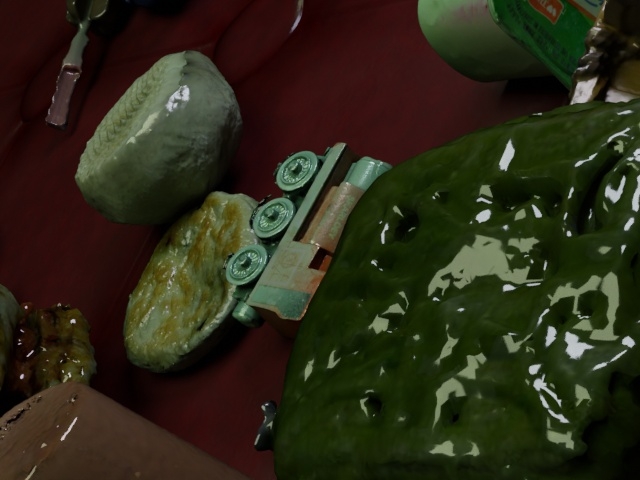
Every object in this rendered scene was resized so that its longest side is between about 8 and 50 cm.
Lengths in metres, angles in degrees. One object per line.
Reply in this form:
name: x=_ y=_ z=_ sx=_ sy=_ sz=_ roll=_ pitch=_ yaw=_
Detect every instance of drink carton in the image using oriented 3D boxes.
drink carton: x=0.157 y=-0.181 z=0.869 sx=0.144 sy=0.146 sz=0.142 roll=-59 pitch=25 yaw=-11

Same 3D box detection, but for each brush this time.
brush: x=-0.319 y=-0.275 z=1.589 sx=0.071 sy=0.084 sz=0.301 roll=114 pitch=166 yaw=-63

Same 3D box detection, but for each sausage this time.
sausage: x=-0.102 y=0.183 z=0.734 sx=0.123 sy=0.253 sz=0.123 roll=-37 pitch=33 yaw=29

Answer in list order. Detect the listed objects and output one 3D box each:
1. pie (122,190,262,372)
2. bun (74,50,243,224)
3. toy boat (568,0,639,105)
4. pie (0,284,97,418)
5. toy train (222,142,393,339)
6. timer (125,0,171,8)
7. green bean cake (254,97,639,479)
pie: x=-0.112 y=0.037 z=1.072 sx=0.187 sy=0.041 sz=0.187 roll=-32 pitch=39 yaw=30
bun: x=-0.148 y=-0.091 z=1.161 sx=0.195 sy=0.118 sz=0.195 roll=-43 pitch=20 yaw=20
toy boat: x=0.246 y=-0.184 z=0.764 sx=0.089 sy=0.115 sz=0.310 roll=23 pitch=74 yaw=26
pie: x=-0.353 y=0.242 z=1.039 sx=0.418 sy=0.180 sz=0.395 roll=-53 pitch=25 yaw=24
toy train: x=0.000 y=0.000 z=0.951 sx=0.118 sy=0.074 sz=0.176 roll=10 pitch=62 yaw=43
timer: x=-0.165 y=-0.513 z=1.506 sx=0.383 sy=0.270 sz=0.270 roll=-45 pitch=31 yaw=-14
green bean cake: x=0.112 y=0.055 z=0.679 sx=0.247 sy=0.156 sz=0.250 roll=-9 pitch=52 yaw=45
